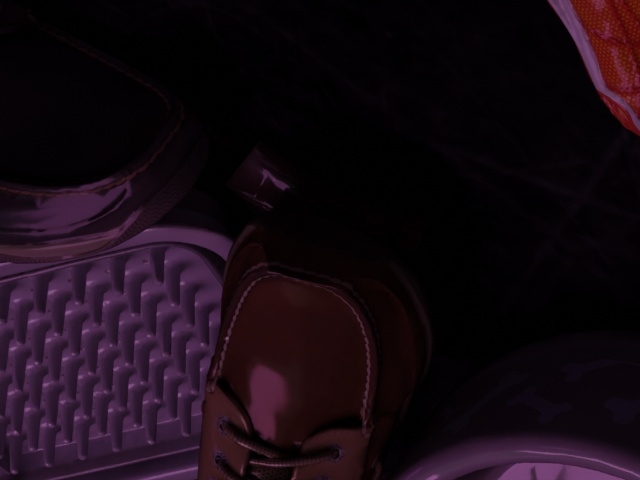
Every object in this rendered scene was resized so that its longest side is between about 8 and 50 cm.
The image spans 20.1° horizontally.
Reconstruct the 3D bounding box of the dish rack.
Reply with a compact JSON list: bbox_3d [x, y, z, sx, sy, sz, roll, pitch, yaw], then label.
[{"bbox_3d":[-0.168,0.071,1.118,0.333,0.072,0.285,-13,144,13],"label":"dish rack"}]

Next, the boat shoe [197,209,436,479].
[{"bbox_3d":[-0.011,0.113,1.010,0.122,0.120,0.324,15,146,8],"label":"boat shoe"}]

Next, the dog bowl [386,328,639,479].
[{"bbox_3d":[0.160,0.227,0.964,0.349,0.102,0.349,12,113,29],"label":"dog bowl"}]

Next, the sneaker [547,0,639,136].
[{"bbox_3d":[0.132,-0.092,0.697,0.067,0.064,0.175,-12,134,40],"label":"sneaker"}]

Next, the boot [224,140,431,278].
[{"bbox_3d":[0.000,0.000,1.007,0.114,0.037,0.106,23,139,9],"label":"boot"}]

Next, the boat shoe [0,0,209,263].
[{"bbox_3d":[-0.227,-0.087,0.993,0.355,0.132,0.130,14,148,28],"label":"boat shoe"}]

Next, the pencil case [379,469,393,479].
[{"bbox_3d":[0.188,0.280,1.138,0.410,0.160,0.183,18,-177,24],"label":"pencil case"}]
